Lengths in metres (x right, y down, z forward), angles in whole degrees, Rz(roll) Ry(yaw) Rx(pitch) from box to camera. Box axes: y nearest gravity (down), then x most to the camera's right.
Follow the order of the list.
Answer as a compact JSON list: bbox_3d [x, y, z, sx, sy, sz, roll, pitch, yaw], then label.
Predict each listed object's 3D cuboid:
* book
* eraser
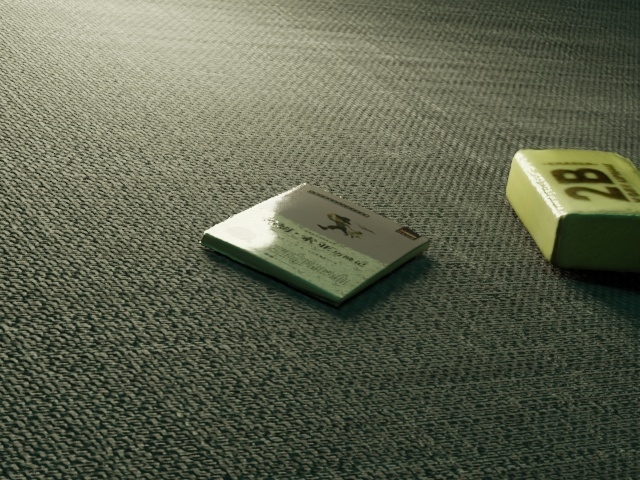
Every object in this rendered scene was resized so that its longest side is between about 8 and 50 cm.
[{"bbox_3d":[0.000,0.000,1.258,0.127,0.014,0.181,24,24,19],"label":"book"},{"bbox_3d":[0.244,-0.030,1.419,0.117,0.058,0.172,1,23,-8],"label":"eraser"}]
